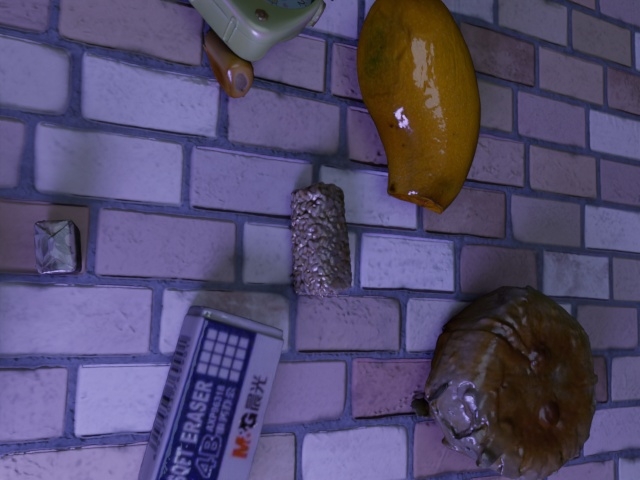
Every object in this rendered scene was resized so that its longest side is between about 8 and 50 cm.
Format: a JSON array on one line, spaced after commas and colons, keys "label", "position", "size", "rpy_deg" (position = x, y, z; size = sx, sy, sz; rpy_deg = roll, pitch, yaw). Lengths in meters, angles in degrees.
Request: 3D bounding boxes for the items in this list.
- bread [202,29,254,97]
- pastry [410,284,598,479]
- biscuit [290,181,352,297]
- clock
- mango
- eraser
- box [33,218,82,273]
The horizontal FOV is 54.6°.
[{"label": "bread", "position": [-0.129, -0.249, 0.877], "size": [0.049, 0.103, 0.062], "rpy_deg": [-20, 139, -18]}, {"label": "pastry", "position": [0.321, 0.238, 1.020], "size": [0.329, 0.136, 0.330], "rpy_deg": [4, 82, -29]}, {"label": "biscuit", "position": [0.000, 0.000, 0.910], "size": [0.082, 0.070, 0.169], "rpy_deg": [3, 82, -37]}, {"label": "clock", "position": [-0.070, -0.358, 0.880], "size": [0.170, 0.069, 0.232], "rpy_deg": [50, 52, 5]}, {"label": "mango", "position": [0.159, -0.219, 0.975], "size": [0.187, 0.144, 0.359], "rpy_deg": [-18, 100, -16]}, {"label": "eraser", "position": [-0.146, 0.234, 0.801], "size": [0.124, 0.081, 0.279], "rpy_deg": [21, 76, -26]}, {"label": "box", "position": [-0.305, 0.009, 0.725], "size": [0.045, 0.098, 0.062], "rpy_deg": [-4, 89, -18]}]
